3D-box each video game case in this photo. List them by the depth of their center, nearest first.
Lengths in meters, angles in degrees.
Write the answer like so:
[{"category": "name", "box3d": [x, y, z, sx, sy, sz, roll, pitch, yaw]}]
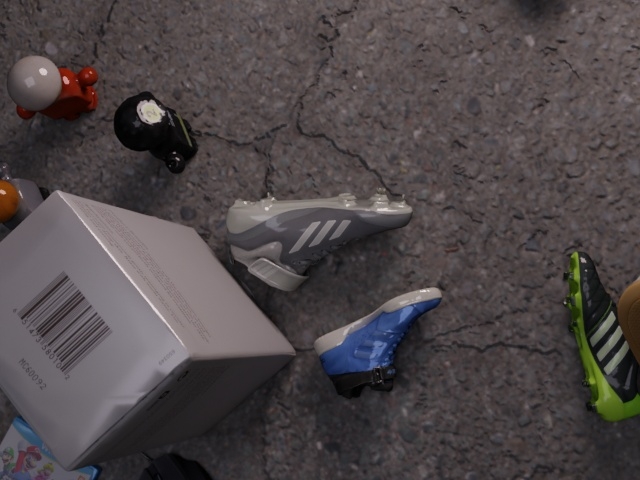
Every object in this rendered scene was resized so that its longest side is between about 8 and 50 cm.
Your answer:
[{"category": "video game case", "box3d": [-0.339, 0.303, 1.320, 0.119, 0.015, 0.166, 30, 93, 12]}]

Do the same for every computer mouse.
[{"category": "computer mouse", "box3d": [-0.197, 0.242, 1.281, 0.242, 0.041, 0.071, 43, 96, 12]}]

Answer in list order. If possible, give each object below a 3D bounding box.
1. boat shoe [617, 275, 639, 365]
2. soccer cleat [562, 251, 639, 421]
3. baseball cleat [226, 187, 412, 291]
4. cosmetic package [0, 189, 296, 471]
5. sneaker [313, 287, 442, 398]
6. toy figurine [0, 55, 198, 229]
[{"category": "boat shoe", "box3d": [0.383, 0.149, 1.137, 0.098, 0.096, 0.277, -17, 100, 33]}, {"category": "soccer cleat", "box3d": [0.296, 0.096, 1.183, 0.072, 0.060, 0.179, -12, 90, 1]}, {"category": "baseball cleat", "box3d": [0.000, 0.000, 1.250, 0.205, 0.072, 0.109, 1, 100, 16]}, {"category": "cosmetic package", "box3d": [-0.173, 0.087, 1.120, 0.155, 0.365, 0.197, -42, 77, 5]}, {"category": "sneaker", "box3d": [0.073, 0.114, 1.221, 0.152, 0.058, 0.085, -28, 76, 13]}, {"category": "toy figurine", "box3d": [-0.259, -0.081, 1.259, 0.213, 0.148, 0.210, 23, 91, 12]}]
